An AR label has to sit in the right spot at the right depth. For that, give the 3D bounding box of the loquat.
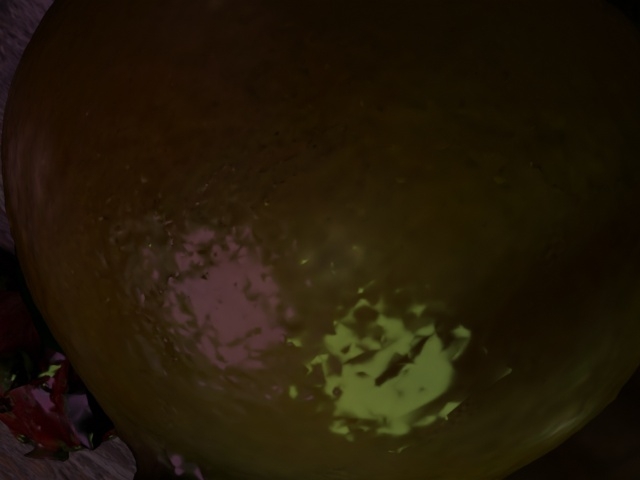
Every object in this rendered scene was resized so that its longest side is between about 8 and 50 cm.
[{"bbox_3d":[0.000,0.000,0.926,0.328,0.359,0.328,25,173,3],"label":"loquat"}]

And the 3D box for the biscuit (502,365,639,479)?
[{"bbox_3d":[0.129,0.172,1.041,0.325,0.326,0.107,12,138,43],"label":"biscuit"}]

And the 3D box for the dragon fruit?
[{"bbox_3d":[-0.217,0.095,1.562,0.172,0.160,0.166,-2,169,36],"label":"dragon fruit"}]

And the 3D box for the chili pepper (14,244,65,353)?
[{"bbox_3d":[-0.104,0.000,1.252,0.213,0.167,0.385,40,155,3],"label":"chili pepper"}]

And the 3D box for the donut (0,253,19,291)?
[{"bbox_3d":[-0.282,0.061,1.701,0.140,0.059,0.140,31,153,18],"label":"donut"}]
